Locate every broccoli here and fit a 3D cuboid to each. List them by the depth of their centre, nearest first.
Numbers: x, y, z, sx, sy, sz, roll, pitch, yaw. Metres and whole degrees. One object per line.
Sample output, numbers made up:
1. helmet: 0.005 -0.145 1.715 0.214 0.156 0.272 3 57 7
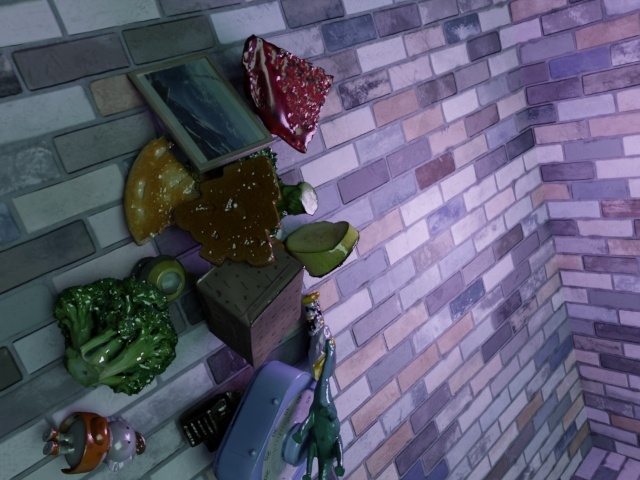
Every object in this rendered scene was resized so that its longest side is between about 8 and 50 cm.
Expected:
1. broccoli: -0.481 0.225 1.190 0.275 0.307 0.308 -51 130 -71
2. broccoli: -0.159 -0.134 1.422 0.297 0.297 0.298 3 87 -60

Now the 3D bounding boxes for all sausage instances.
1. sausage: -0.134 0.035 1.598 0.183 0.054 0.062 55 28 -24

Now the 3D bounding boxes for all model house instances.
1. model house: -0.301 0.524 1.445 0.152 0.106 0.165 -33 107 -35

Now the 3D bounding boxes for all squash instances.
1. squash: 0.014 0.003 1.615 0.220 0.220 0.133 -48 114 -27

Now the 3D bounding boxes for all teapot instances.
1. teapot: -0.404 0.098 1.338 0.165 0.119 0.131 0 100 -47

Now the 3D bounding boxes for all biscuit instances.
1. biscuit: -0.199 -0.075 1.282 0.278 0.043 0.302 32 85 1

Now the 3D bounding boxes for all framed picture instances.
1. framed picture: -0.309 -0.346 1.350 0.247 0.022 0.335 -30 78 -34

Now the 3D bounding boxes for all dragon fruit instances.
1. dragon fruit: -0.108 -0.465 1.448 0.240 0.302 0.330 -34 143 10

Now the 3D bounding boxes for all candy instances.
1. candy: -0.212 0.482 1.540 0.110 0.085 0.095 -6 104 -50

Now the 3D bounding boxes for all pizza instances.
1. pizza: -0.386 -0.122 1.328 0.228 0.081 0.290 4 82 -1

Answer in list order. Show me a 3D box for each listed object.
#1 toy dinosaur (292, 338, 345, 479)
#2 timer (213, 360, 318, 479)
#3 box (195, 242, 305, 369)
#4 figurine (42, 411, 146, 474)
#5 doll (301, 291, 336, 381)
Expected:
1. toy dinosaur: 0.024 0.519 1.480 0.331 0.129 0.384 -50 135 -74
2. timer: -0.109 0.570 1.497 0.395 0.173 0.395 -32 127 -54
3. box: -0.179 0.164 1.390 0.225 0.190 0.297 -47 162 -29
4. figurine: -0.540 0.494 1.249 0.143 0.143 0.271 -65 150 -17
5. doll: -0.004 0.330 1.689 0.103 0.145 0.317 -11 94 -5
